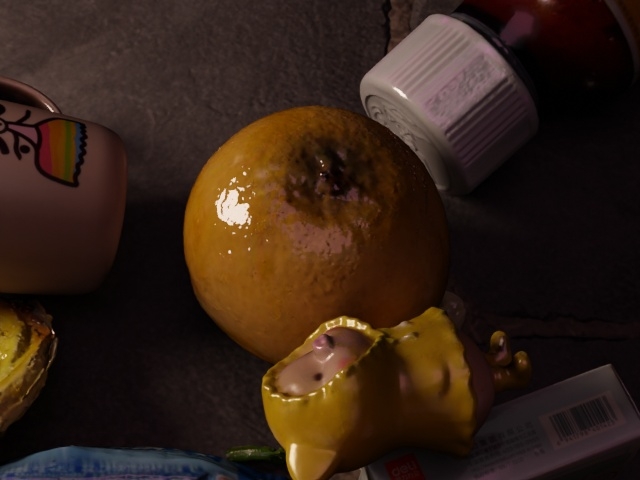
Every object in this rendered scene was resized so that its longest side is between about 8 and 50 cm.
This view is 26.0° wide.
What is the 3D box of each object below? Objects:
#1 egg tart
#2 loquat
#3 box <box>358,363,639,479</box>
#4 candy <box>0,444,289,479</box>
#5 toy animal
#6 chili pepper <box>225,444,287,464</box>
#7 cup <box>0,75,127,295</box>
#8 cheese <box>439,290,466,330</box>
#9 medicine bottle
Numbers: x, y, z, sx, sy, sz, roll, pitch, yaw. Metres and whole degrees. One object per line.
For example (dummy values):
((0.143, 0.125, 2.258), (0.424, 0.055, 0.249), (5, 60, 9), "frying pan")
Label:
((-0.379, 0.143, 1.303), (0.278, 0.095, 0.279), (-5, 33, 3), "egg tart")
((0.000, 0.000, 1.337), (0.263, 0.263, 0.263), (2, 63, -3), "loquat")
((0.164, 0.217, 1.309), (0.269, 0.135, 0.079), (-18, 62, -13), "box")
((-0.188, 0.224, 1.260), (0.331, 0.187, 0.077), (3, 87, -5), "candy")
((0.065, 0.132, 1.200), (0.229, 0.156, 0.156), (-14, 65, -7), "toy animal")
((-0.051, 0.208, 1.356), (0.083, 0.027, 0.022), (-2, 67, -6), "chili pepper")
((-0.307, -0.065, 1.381), (0.200, 0.191, 0.253), (8, 46, -20), "cup")
((0.085, 0.132, 1.394), (0.065, 0.043, 0.194), (27, 65, 8), "cheese")
((0.228, -0.232, 1.492), (0.395, 0.242, 0.242), (-39, 71, -7), "medicine bottle")
